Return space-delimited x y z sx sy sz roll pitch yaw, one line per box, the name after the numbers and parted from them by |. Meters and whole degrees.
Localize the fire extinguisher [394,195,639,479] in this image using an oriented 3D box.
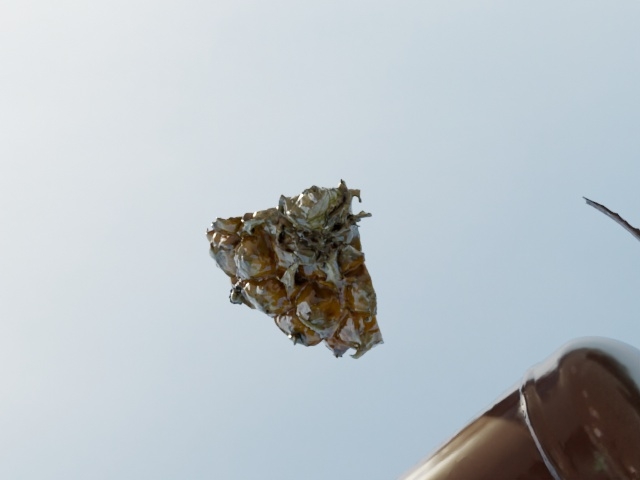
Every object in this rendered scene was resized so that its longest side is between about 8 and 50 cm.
0.071 0.107 0.481 0.337 0.106 0.147 -44 -119 21 | fire extinguisher

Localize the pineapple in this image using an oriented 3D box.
0.000 0.000 0.594 0.114 0.114 0.077 40 -118 9 | pineapple
